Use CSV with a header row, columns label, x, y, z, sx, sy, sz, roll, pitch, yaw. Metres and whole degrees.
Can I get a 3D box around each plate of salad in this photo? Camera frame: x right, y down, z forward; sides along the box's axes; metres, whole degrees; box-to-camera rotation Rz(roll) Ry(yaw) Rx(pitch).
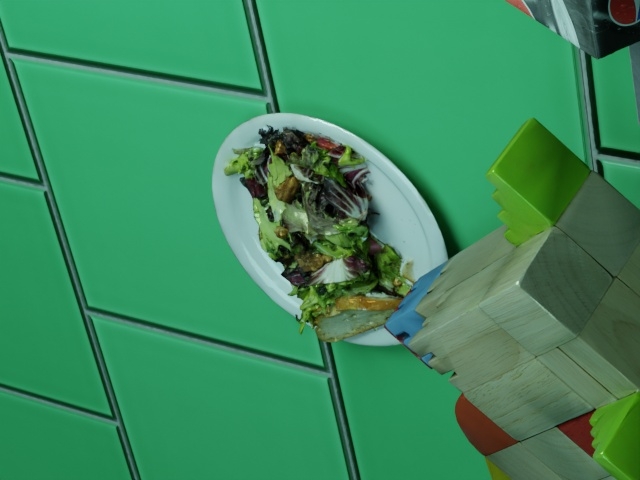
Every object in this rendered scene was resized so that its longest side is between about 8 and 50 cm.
label,x,y,z,sx,sy,sz,roll,pitch,yaw
plate of salad,0.000,0.000,1.356,0.200,0.048,0.200,23,136,24

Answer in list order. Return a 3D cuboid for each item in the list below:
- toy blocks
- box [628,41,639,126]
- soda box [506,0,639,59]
label,x,y,z,sx,sy,sz,roll,pitch,yaw
toy blocks,0.193,0.120,1.223,0.381,0.190,0.261,41,152,-7
box,0.249,-0.157,1.011,0.183,0.056,0.231,11,130,34
soda box,0.127,-0.160,1.050,0.169,0.053,0.060,45,154,54
